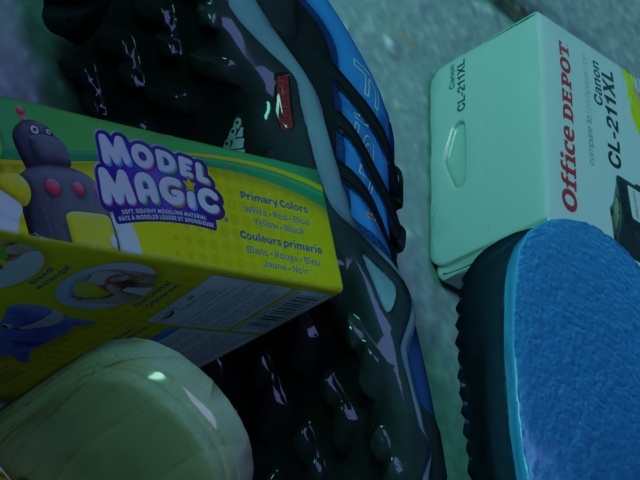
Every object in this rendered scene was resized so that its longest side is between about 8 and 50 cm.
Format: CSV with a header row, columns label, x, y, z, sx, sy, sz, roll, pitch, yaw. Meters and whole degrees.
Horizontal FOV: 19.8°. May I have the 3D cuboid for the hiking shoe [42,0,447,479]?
label,x,y,z,sx,sy,sz,roll,pitch,yaw
hiking shoe,0.000,0.000,0.724,0.132,0.113,0.304,-3,73,-53

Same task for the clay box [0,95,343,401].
label,x,y,z,sx,sy,sz,roll,pitch,yaw
clay box,-0.117,0.004,0.583,0.222,0.127,0.053,13,58,-43

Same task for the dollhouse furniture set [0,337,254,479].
label,x,y,z,sx,sy,sz,roll,pitch,yaw
dollhouse furniture set,-0.026,0.249,0.409,0.394,0.256,0.362,52,38,-5

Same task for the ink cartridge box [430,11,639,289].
label,x,y,z,sx,sy,sz,roll,pitch,yaw
ink cartridge box,0.141,-0.014,0.914,0.175,0.072,0.127,27,50,-35

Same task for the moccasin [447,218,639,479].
label,x,y,z,sx,sy,sz,roll,pitch,yaw
moccasin,0.101,0.165,0.736,0.138,0.117,0.342,3,69,-34
